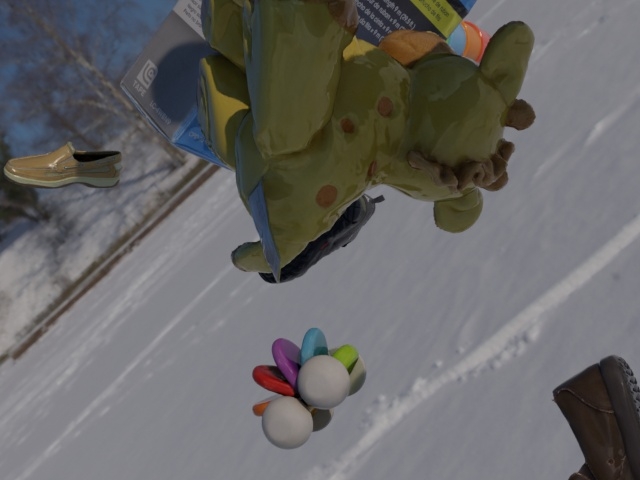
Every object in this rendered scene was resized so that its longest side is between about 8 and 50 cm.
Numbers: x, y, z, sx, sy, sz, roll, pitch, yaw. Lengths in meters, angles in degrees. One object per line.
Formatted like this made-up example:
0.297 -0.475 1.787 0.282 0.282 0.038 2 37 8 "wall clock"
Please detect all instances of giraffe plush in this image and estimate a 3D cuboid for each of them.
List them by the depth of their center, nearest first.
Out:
0.031 -0.079 0.493 0.170 0.210 0.181 -5 -22 -20 "giraffe plush"

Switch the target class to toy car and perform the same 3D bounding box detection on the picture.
-0.028 0.205 1.229 0.182 0.136 0.159 -50 -13 12 "toy car"

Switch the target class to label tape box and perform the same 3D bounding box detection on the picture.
0.003 -0.224 0.855 0.348 0.115 0.249 -52 -33 10 "label tape box"

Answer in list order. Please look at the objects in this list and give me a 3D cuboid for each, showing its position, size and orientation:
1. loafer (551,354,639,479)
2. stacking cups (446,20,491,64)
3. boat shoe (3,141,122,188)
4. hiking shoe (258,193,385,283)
0.421 0.353 1.195 0.130 0.366 0.133 -19 -19 26 "loafer"
0.152 -0.276 1.179 0.096 0.096 0.316 -39 -16 27 "stacking cups"
-0.419 -0.130 1.384 0.189 0.068 0.072 -4 -52 -35 "boat shoe"
0.000 0.000 1.299 0.226 0.086 0.114 -34 -19 31 "hiking shoe"
